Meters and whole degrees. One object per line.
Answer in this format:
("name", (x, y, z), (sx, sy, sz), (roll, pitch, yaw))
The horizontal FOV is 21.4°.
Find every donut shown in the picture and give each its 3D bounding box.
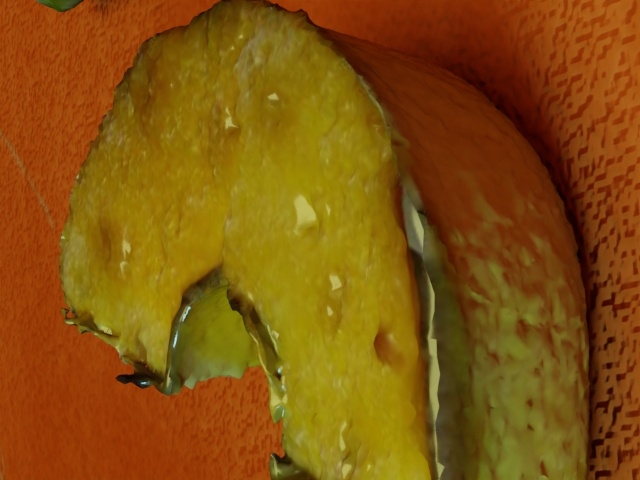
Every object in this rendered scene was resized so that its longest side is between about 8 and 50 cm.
("donut", (0.003, -0.003, 0.572), (0.259, 0.101, 0.152), (35, 120, 54))

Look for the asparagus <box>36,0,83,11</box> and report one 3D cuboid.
("asparagus", (-0.087, -0.139, 0.773), (0.178, 0.045, 0.041), (-3, 121, 58))
